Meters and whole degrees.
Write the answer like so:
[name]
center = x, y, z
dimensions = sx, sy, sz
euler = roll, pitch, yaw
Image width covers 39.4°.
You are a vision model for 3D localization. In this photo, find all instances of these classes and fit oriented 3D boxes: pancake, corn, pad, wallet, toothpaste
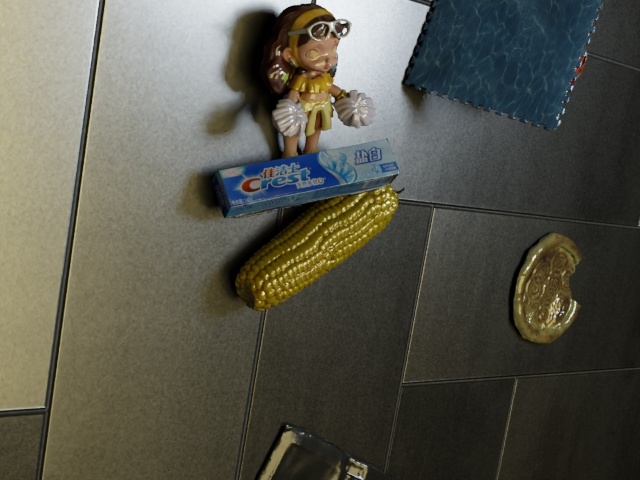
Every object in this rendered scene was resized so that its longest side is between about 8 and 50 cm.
[pancake]
center = 0.465, 0.101, 1.827
dimensions = 0.212, 0.029, 0.235
euler = -18, 110, -33
[corn]
center = 0.000, 0.000, 1.377
dimensions = 0.305, 0.106, 0.106
euler = -40, 123, -23
[pad]
center = 0.302, -0.337, 1.460
dimensions = 0.012, 0.269, 0.270
euler = 34, 75, -76
[wallet]
center = 0.001, 0.476, 1.540
dimensions = 0.323, 0.041, 0.247
euler = 33, 79, -36
[toothpaste]
center = -0.018, -0.092, 1.315
dimensions = 0.272, 0.053, 0.066
euler = -13, 74, -21

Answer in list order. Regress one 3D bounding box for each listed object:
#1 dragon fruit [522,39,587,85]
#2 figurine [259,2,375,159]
[dragon fruit]
center = 0.366, -0.319, 1.542
dimensions = 0.172, 0.172, 0.210
euler = 37, 37, -39
[figurine]
center = -0.018, -0.221, 1.300
dimensions = 0.174, 0.115, 0.240
euler = -17, 117, -32
